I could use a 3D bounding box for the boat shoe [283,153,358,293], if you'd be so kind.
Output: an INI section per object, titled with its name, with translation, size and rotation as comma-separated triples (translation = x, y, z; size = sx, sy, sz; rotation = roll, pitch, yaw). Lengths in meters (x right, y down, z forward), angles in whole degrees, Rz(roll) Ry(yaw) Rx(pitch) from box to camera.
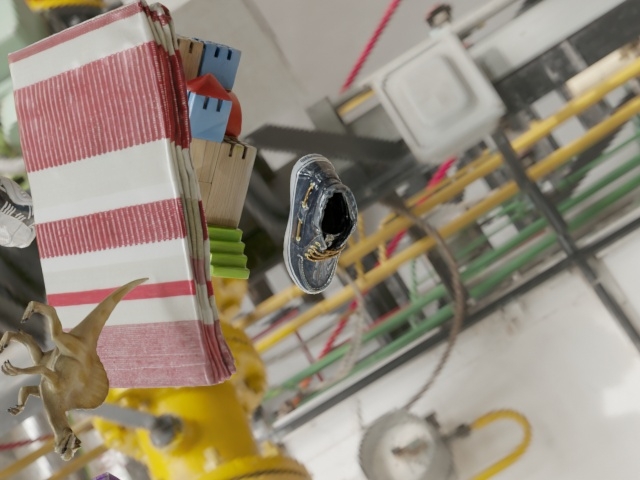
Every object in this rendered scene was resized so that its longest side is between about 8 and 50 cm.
[boat shoe]
translation = 0.000, 0.000, 1.258
size = 0.083, 0.065, 0.183
rotation = -126, 28, -50

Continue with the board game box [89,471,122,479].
[board game box]
translation = -0.159, 0.226, 0.514
size = 0.208, 0.347, 0.056
rotation = 40, -151, -46

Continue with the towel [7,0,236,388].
[towel]
translation = -0.186, -0.029, 1.005
size = 0.037, 0.237, 0.329
rotation = -11, -87, -46

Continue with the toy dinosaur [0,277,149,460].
[toy dinosaur]
translation = -0.203, 0.091, 0.888
size = 0.093, 0.053, 0.183
rotation = 34, -135, -23

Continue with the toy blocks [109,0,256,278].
[toy blocks]
translation = -0.187, -0.141, 1.365
size = 0.191, 0.260, 0.381
rotation = 7, -165, -34

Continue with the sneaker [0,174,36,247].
[sneaker]
translation = -0.553, -0.039, 1.592
size = 0.137, 0.210, 0.366
rotation = 22, 160, 25
